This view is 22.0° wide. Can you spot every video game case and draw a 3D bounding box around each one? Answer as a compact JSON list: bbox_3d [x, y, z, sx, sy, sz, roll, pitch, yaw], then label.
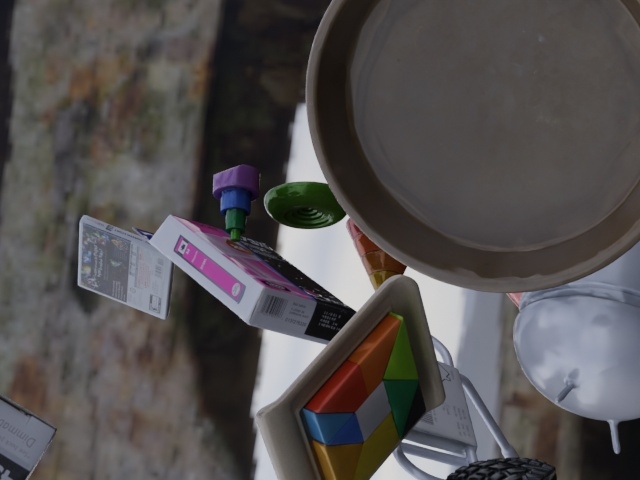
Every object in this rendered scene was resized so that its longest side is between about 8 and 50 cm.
[{"bbox_3d":[-0.338,0.048,2.852,0.190,0.173,0.022,103,-170,-52],"label":"video game case"}]

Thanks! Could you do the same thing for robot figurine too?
[{"bbox_3d":[0.325,0.046,1.796,0.200,0.300,0.353,-21,45,51],"label":"robot figurine"}]

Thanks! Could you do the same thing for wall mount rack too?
[{"bbox_3d":[0.153,0.254,2.050,0.350,0.304,0.130,-96,27,-61],"label":"wall mount rack"}]

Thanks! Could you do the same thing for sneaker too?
[{"bbox_3d":[0.163,0.340,1.808,0.283,0.107,0.124,-28,-65,-42],"label":"sneaker"}]

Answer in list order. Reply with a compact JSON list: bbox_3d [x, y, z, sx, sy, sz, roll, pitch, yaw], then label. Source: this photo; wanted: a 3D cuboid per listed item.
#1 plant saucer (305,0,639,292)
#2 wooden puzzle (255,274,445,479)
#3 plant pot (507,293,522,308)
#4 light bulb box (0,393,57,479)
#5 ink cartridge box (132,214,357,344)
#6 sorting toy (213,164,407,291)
[{"bbox_3d":[0.126,-0.096,1.176,0.041,0.278,0.278,-51,-31,-63],"label":"plant saucer"},{"bbox_3d":[0.045,0.185,1.792,0.238,0.044,0.221,-42,-42,-26],"label":"wooden puzzle"},{"bbox_3d":[0.317,-0.042,2.380,0.243,0.275,0.275,61,-175,6],"label":"plant pot"},{"bbox_3d":[-0.499,0.216,1.616,0.225,0.358,0.361,-62,13,-27],"label":"light bulb box"},{"bbox_3d":[-0.112,0.044,2.353,0.371,0.175,0.069,31,101,52],"label":"ink cartridge box"},{"bbox_3d":[0.000,0.000,2.380,0.127,0.365,0.126,-26,56,47],"label":"sorting toy"}]
